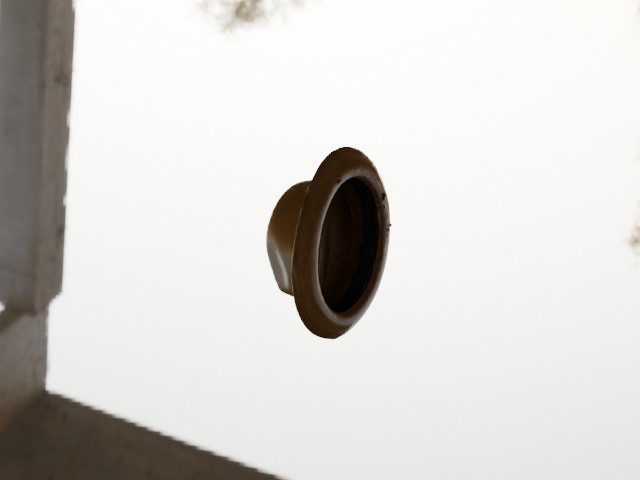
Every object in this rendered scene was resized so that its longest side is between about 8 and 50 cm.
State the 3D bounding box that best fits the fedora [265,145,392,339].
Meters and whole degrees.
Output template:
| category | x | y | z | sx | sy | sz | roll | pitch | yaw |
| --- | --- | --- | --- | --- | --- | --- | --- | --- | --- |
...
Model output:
| category | x | y | z | sx | sy | sz | roll | pitch | yaw |
| --- | --- | --- | --- | --- | --- | --- | --- | --- | --- |
| fedora | 0.000 | 0.000 | 1.139 | 0.079 | 0.194 | 0.194 | 7 | -157 | 33 |
